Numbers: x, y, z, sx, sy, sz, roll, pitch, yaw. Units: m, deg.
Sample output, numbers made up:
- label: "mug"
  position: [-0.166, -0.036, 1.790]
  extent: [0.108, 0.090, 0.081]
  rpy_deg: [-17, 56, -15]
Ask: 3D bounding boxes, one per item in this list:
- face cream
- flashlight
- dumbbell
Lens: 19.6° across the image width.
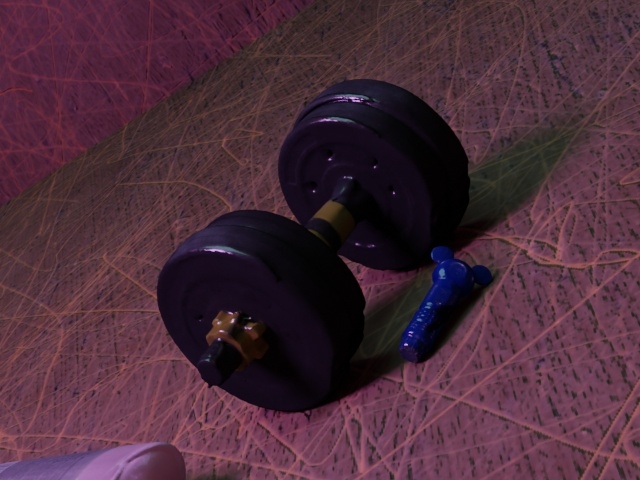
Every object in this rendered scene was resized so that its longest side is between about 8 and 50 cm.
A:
- label: "face cream"
  position: [-0.228, 0.229, 1.620]
  extent: [0.269, 0.073, 0.107]
  rpy_deg: [-15, 31, 49]
- label: "flashlight"
  position: [0.100, 0.058, 1.581]
  extent: [0.121, 0.057, 0.035]
  rpy_deg: [-57, -9, -36]
- label: "dumbbell"
  position: [0.000, 0.000, 1.668]
  extent: [0.185, 0.185, 0.388]
  rpy_deg: [-18, 24, 44]
